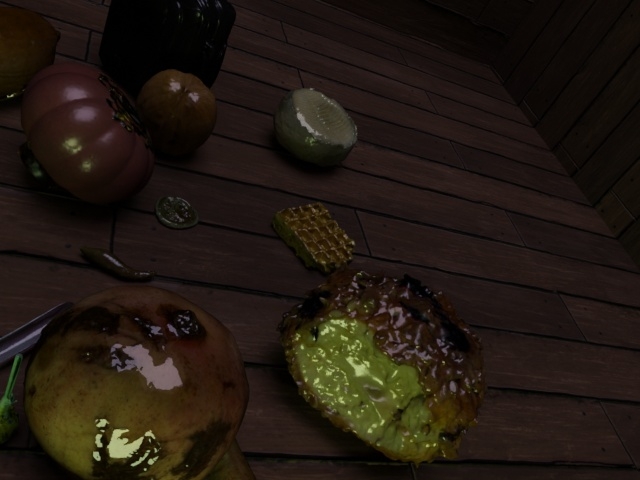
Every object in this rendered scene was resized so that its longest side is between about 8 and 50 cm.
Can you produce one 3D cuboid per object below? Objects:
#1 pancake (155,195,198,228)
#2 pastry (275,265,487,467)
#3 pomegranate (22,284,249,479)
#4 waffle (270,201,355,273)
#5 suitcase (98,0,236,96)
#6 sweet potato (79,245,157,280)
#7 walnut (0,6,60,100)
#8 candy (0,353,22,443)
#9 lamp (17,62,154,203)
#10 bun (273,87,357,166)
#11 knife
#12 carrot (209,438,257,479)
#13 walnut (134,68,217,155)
[{"bbox_3d":[-0.330,-0.066,1.385,0.108,0.017,0.108,23,37,-18],"label":"pancake"},{"bbox_3d":[0.137,0.212,1.165,0.405,0.292,0.337,33,25,18],"label":"pastry"},{"bbox_3d":[-0.263,0.215,0.894,0.322,0.322,0.322,19,38,-16],"label":"pomegranate"},{"bbox_3d":[0.000,0.000,1.505,0.160,0.055,0.211,-17,57,-44],"label":"waffle"},{"bbox_3d":[-0.408,-0.542,1.614,0.339,0.345,0.188,42,32,15],"label":"suitcase"},{"bbox_3d":[-0.400,0.048,1.187,0.153,0.038,0.041,24,60,-12],"label":"sweet potato"},{"bbox_3d":[-0.723,-0.436,1.393,0.209,0.209,0.336,36,38,7],"label":"walnut"},{"bbox_3d":[-0.434,0.216,0.833,0.058,0.194,0.062,5,43,-36],"label":"candy"},{"bbox_3d":[-0.492,-0.210,1.256,0.305,0.239,0.305,61,5,-8],"label":"lamp"},{"bbox_3d":[-0.025,-0.318,1.780,0.259,0.152,0.259,24,44,-25],"label":"bun"},{"bbox_3d":[-0.513,0.168,0.954,0.123,0.053,0.278,38,36,17],"label":"knife"},{"bbox_3d":[-0.161,0.339,0.999,0.078,0.078,0.298,4,38,-32],"label":"carrot"},{"bbox_3d":[-0.354,-0.314,1.490,0.195,0.221,0.195,10,68,-25],"label":"walnut"}]
